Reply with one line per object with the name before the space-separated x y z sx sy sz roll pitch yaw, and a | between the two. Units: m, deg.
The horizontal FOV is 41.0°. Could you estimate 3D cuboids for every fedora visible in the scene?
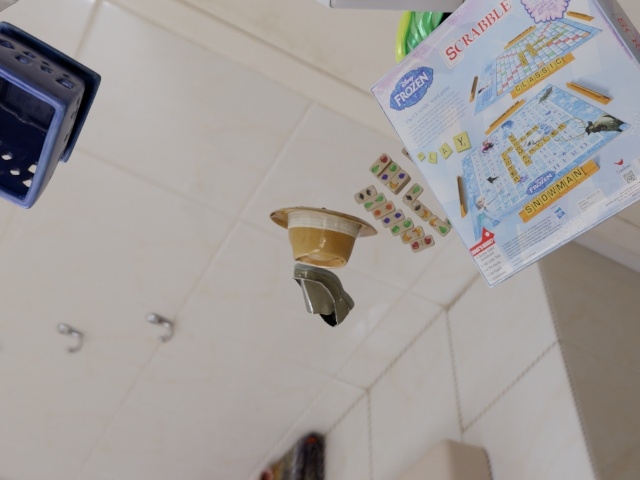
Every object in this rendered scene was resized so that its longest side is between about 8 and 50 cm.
fedora | 0.000 0.000 1.426 0.194 0.194 0.079 163 120 -68

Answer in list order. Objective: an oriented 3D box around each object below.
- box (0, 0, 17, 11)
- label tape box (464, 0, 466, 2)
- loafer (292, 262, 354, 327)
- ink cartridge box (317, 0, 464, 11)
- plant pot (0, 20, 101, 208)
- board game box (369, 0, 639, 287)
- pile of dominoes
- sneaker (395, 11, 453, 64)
box | -0.500 -0.418 1.063 0.121 0.148 0.311 -28 70 7
label tape box | 0.289 -0.504 1.810 0.115 0.347 0.249 -49 15 -1
loafer | 0.006 0.134 2.019 0.094 0.251 0.087 9 66 34
ink cartridge box | 0.042 -0.429 1.219 0.307 0.223 0.129 45 134 48
plant pot | -0.534 -0.236 1.501 0.236 0.236 0.212 -58 5 30
board game box | 0.255 -0.152 1.053 0.066 0.318 0.318 -19 -14 -48
pile of dominoes | 0.218 -0.103 2.058 0.196 0.251 0.040 -48 -22 3
sneaker | 0.210 -0.438 1.546 0.123 0.109 0.296 3 91 32
